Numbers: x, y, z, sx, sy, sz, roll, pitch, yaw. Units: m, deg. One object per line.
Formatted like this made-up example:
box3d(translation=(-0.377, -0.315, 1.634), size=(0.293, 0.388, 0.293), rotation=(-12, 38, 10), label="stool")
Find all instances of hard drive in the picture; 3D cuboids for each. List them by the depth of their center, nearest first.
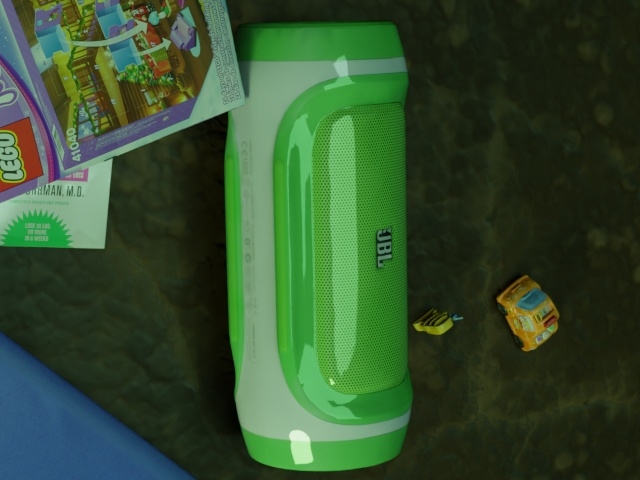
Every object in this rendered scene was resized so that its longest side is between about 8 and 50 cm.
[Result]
box3d(translation=(-0.183, 0.216, 1.118), size=(0.318, 0.040, 0.210), rotation=(42, 75, -28), label="hard drive")

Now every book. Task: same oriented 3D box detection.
box3d(translation=(-0.183, -0.069, 1.090), size=(0.096, 0.035, 0.144), rotation=(1, 98, -29), label="book")

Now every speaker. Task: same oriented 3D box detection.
box3d(translation=(0.000, 0.000, 1.150), size=(0.131, 0.131, 0.296), rotation=(-6, 99, -30), label="speaker")

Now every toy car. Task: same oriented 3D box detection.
box3d(translation=(0.135, 0.069, 1.287), size=(0.122, 0.040, 0.060), rotation=(-19, 106, -28), label="toy car")

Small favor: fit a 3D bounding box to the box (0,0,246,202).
box3d(translation=(-0.166, -0.188, 1.004), size=(0.201, 0.057, 0.293), rotation=(-25, 117, -31), label="box")
